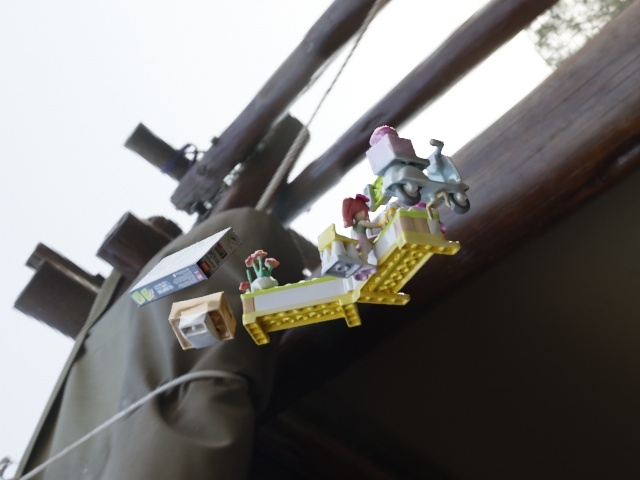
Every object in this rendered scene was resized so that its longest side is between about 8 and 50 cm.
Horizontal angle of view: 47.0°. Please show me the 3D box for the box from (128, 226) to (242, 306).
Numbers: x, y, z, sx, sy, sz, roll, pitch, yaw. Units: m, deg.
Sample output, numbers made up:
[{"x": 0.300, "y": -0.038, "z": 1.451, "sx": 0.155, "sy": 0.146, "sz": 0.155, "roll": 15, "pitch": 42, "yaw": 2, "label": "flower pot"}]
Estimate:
[{"x": -0.242, "y": 0.049, "z": 1.307, "sx": 0.036, "sy": 0.207, "sz": 0.114, "roll": 55, "pitch": -139, "yaw": -15, "label": "box"}]

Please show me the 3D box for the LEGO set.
[{"x": 0.000, "y": 0.000, "z": 0.603, "sx": 0.132, "sy": 0.287, "sz": 0.107, "roll": 21, "pitch": -132, "yaw": -39, "label": "LEGO set"}]
